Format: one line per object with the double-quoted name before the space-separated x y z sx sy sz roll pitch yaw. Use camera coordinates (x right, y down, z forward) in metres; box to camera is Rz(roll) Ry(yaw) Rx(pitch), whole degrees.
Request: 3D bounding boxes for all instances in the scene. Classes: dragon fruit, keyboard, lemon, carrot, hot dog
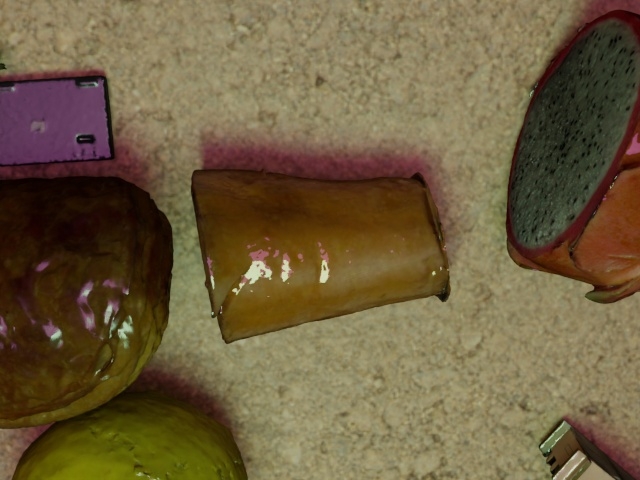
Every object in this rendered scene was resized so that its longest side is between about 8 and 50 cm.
"dragon fruit" 0.347 -0.069 1.201 0.226 0.305 0.305 18 101 -12
"keyboard" -0.389 -0.122 1.289 0.317 0.027 0.106 -3 99 -1
"lemon" -0.201 0.286 1.255 0.261 0.284 0.260 3 95 37
"carrot" 0.000 0.000 1.250 0.254 0.196 0.195 -9 102 -4
"hot dog" -0.336 0.052 1.210 0.388 0.174 0.266 -3 64 10

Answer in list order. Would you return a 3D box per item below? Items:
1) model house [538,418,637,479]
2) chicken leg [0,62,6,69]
"model house" 0.334 0.409 1.356 0.326 0.169 0.244 40 100 -10
"chicken leg" -0.453 -0.209 1.238 0.228 0.088 0.103 -3 89 2
